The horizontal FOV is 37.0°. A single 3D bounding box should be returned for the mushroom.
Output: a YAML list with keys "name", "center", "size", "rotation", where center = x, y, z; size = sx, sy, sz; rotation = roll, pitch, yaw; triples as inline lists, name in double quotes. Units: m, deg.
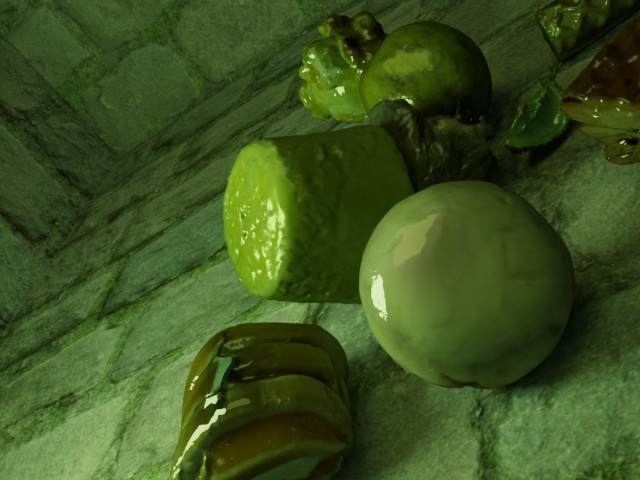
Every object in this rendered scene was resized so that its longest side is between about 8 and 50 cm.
- name: "mushroom"
  center: [0.220, 0.042, 1.436]
  size: [0.315, 0.315, 0.356]
  rotation: [-28, 28, 29]

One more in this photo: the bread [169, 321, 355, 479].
- name: "bread"
  center: [-0.102, 0.260, 1.575]
  size: [0.300, 0.210, 0.341]
  rotation: [-22, 28, 17]

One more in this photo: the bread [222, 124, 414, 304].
- name: "bread"
  center: [-0.003, -0.048, 1.787]
  size: [0.348, 0.307, 0.348]
  rotation: [-179, 90, -65]

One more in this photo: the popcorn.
- name: "popcorn"
  center: [0.102, -0.434, 2.485]
  size: [0.312, 0.312, 0.312]
  rotation: [-34, 23, 17]

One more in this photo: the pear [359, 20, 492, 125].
- name: "pear"
  center: [0.249, -0.333, 2.131]
  size: [0.287, 0.287, 0.375]
  rotation: [-40, 37, 1]

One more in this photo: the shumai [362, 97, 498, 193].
- name: "shumai"
  center: [0.241, -0.132, 1.917]
  size: [0.267, 0.262, 0.314]
  rotation: [130, 134, -61]

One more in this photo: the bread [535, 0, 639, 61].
- name: "bread"
  center: [0.600, -0.518, 2.076]
  size: [0.267, 0.130, 0.152]
  rotation: [-35, 14, 15]

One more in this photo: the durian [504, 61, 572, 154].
- name: "durian"
  center: [0.435, -0.243, 1.863]
  size: [0.215, 0.100, 0.086]
  rotation: [-55, 29, -16]

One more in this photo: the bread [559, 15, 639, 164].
- name: "bread"
  center: [0.579, -0.236, 1.536]
  size: [0.277, 0.167, 0.324]
  rotation: [-47, 32, -16]
